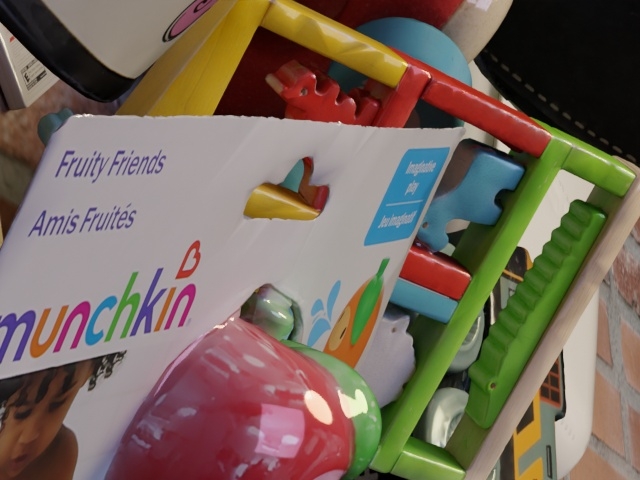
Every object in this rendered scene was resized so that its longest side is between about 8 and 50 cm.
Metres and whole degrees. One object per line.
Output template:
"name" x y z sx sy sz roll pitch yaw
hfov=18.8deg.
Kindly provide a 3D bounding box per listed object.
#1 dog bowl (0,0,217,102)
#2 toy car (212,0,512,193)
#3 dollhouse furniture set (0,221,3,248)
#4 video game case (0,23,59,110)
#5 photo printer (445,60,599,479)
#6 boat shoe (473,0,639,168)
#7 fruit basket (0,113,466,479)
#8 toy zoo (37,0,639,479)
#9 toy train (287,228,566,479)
"dog bowl" -0.113 -0.259 0.649 0.408 0.150 0.408 61 4 -7
"toy car" -0.038 -0.153 1.023 0.238 0.210 0.219 39 40 -17
"dollhouse furniture set" -0.156 -0.031 0.630 0.242 0.161 0.212 6 75 -68
"video game case" -0.146 -0.132 0.908 0.087 0.011 0.122 -56 133 -60
"photo printer" 0.125 0.007 1.398 0.307 0.107 0.256 -79 150 -43
"boat shoe" 0.101 -0.209 1.180 0.500 0.187 0.156 53 32 10
"fruit basket" -0.059 0.128 0.621 0.353 0.165 0.327 -62 163 12
"toy zoo" 0.000 0.000 0.906 0.293 0.192 0.030 23 12 -30
"toy train" 0.068 0.140 1.111 0.190 0.142 0.334 23 59 -50
